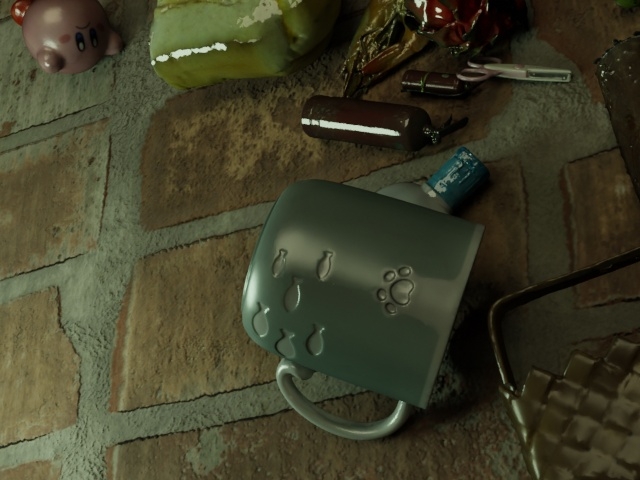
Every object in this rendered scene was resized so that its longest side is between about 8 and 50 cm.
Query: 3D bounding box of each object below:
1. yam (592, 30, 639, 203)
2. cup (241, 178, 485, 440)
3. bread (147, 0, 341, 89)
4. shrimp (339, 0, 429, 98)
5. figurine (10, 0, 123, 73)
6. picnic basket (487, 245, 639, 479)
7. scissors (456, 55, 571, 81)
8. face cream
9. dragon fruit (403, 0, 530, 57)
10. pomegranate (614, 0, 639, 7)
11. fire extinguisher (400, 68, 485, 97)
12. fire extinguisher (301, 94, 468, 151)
[{"bbox_3d":[0.457,-0.154,1.744,0.131,0.131,0.279,-22,54,20],"label":"yam"},{"bbox_3d":[0.040,0.103,1.732,0.274,0.259,0.356,19,115,7],"label":"cup"},{"bbox_3d":[-0.103,-0.412,2.205,0.341,0.210,0.300,-8,70,28],"label":"bread"},{"bbox_3d":[0.114,-0.335,2.119,0.145,0.061,0.267,30,78,31],"label":"shrimp"},{"bbox_3d":[-0.486,-0.400,2.470,0.173,0.173,0.173,-16,55,24],"label":"figurine"},{"bbox_3d":[0.344,0.176,1.495,0.254,0.291,0.321,-22,61,20],"label":"picnic basket"},{"bbox_3d":[0.299,-0.258,1.965,0.176,0.022,0.085,9,34,28],"label":"scissors"},{"bbox_3d":[0.111,-0.001,1.895,0.337,0.080,0.163,-44,52,2],"label":"face cream"},{"bbox_3d":[0.219,-0.371,1.996,0.189,0.182,0.182,-28,50,4],"label":"dragon fruit"},{"bbox_3d":[0.456,-0.385,1.917,0.084,0.073,0.073,33,82,14],"label":"pomegranate"},{"bbox_3d":[0.191,-0.246,2.024,0.132,0.039,0.056,12,47,37],"label":"fire extinguisher"},{"bbox_3d":[0.099,-0.187,2.030,0.268,0.072,0.089,11,36,37],"label":"fire extinguisher"}]
